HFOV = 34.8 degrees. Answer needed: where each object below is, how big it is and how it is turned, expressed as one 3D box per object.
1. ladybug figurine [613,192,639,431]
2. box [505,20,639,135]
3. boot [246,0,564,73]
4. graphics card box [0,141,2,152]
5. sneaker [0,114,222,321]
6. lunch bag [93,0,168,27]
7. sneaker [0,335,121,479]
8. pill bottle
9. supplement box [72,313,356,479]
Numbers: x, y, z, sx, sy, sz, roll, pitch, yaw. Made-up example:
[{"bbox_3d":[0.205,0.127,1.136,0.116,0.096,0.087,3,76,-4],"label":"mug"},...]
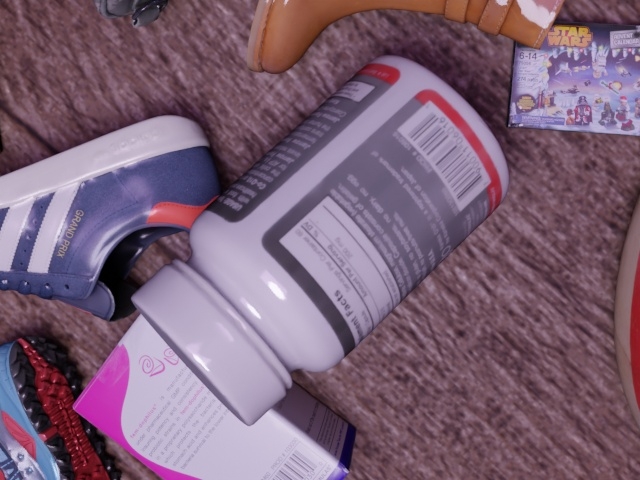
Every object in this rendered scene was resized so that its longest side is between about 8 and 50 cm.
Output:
[{"bbox_3d":[0.406,0.030,0.818,0.305,0.162,0.449,14,99,3],"label":"ladybug figurine"},{"bbox_3d":[0.233,-0.139,0.880,0.137,0.027,0.094,4,97,5],"label":"box"},{"bbox_3d":[0.088,-0.216,0.853,0.220,0.109,0.283,34,89,1],"label":"boot"},{"bbox_3d":[-0.428,-0.242,0.900,0.232,0.094,0.371,-6,98,7],"label":"graphics card box"},{"bbox_3d":[-0.246,0.017,0.893,0.350,0.131,0.148,-21,88,8],"label":"sneaker"},{"bbox_3d":[-0.164,-0.356,0.801,0.256,0.212,0.305,-33,94,33],"label":"lunch bag"},{"bbox_3d":[-0.265,0.222,0.957,0.125,0.104,0.262,-16,92,25],"label":"sneaker"},{"bbox_3d":[0.000,0.000,0.810,0.283,0.161,0.161,-43,92,-13],"label":"pill bottle"},{"bbox_3d":[-0.089,0.159,0.909,0.220,0.114,0.111,38,100,-1],"label":"supplement box"}]
